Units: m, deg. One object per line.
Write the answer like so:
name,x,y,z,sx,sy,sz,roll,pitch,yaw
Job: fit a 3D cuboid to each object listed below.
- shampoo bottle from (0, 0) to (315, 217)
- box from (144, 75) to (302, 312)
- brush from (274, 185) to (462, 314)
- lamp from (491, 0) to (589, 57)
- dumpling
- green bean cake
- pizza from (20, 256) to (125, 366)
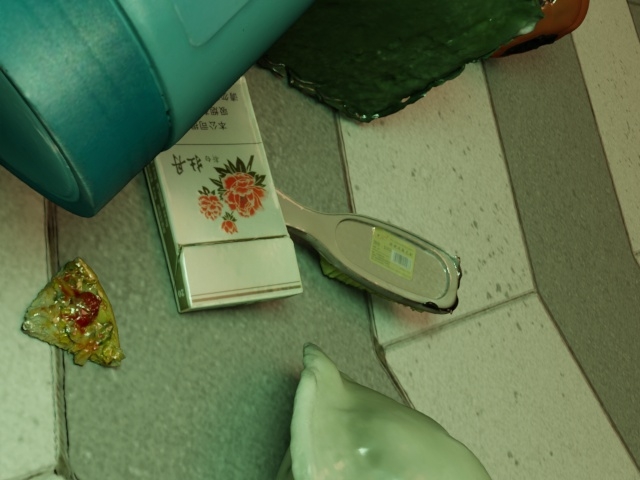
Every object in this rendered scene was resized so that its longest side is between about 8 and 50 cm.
shampoo bottle,-0.121,-0.246,0.577,0.343,0.331,0.331,-47,114,-15
box,-0.086,-0.043,0.864,0.109,0.029,0.198,-6,74,-38
brush,-0.001,0.002,0.968,0.313,0.067,0.072,23,57,-30
lamp,0.259,-0.335,1.415,0.187,0.187,0.164,-12,87,-56
dumpling,0.036,0.189,0.831,0.175,0.243,0.227,-21,64,-19
green bean cake,0.057,-0.249,1.023,0.241,0.255,0.132,27,46,-38
pizza,-0.166,0.053,0.723,0.078,0.025,0.083,-17,84,-59
